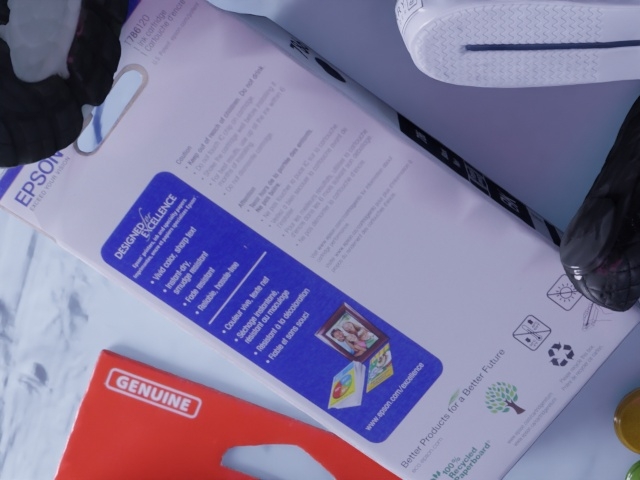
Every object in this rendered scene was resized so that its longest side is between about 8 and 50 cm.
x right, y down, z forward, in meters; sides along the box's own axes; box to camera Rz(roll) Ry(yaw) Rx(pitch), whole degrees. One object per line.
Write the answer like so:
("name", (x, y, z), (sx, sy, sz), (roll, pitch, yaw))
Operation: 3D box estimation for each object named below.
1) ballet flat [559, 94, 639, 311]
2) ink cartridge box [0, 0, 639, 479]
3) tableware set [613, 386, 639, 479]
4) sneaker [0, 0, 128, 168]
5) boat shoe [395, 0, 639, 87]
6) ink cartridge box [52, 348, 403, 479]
("ballet flat", (0.187, -0.041, 0.815), (0.049, 0.057, 0.173), (41, 81, -36))
("ink cartridge box", (0.000, 0.000, 0.841), (0.333, 0.065, 0.165), (36, 106, -12))
("tableware set", (0.224, 0.091, 0.893), (0.104, 0.024, 0.154), (-5, 110, 6))
("sneaker", (-0.191, -0.248, 0.719), (0.182, 0.158, 0.410), (12, 97, 28))
("boat shoe", (0.206, -0.147, 0.752), (0.335, 0.121, 0.119), (2, 69, 1))
("ink cartridge box", (-0.051, 0.224, 0.924), (0.275, 0.060, 0.239), (21, 110, -6))
